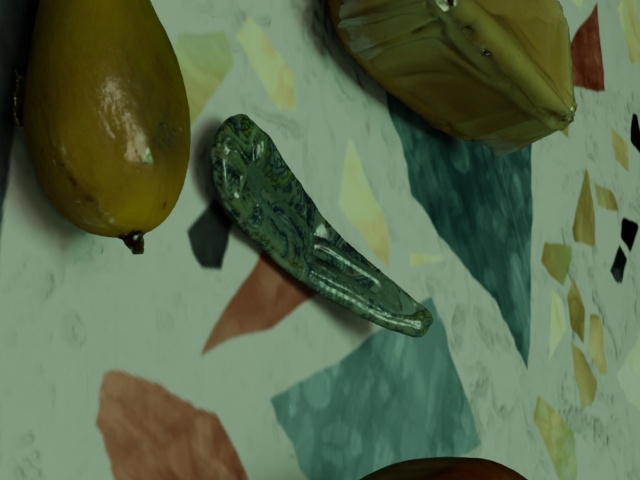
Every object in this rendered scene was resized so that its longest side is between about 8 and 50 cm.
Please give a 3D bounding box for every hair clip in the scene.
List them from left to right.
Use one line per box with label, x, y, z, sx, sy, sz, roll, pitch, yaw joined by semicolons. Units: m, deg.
hair clip;-0.002;0.000;0.936;0.229;0.036;0.066;42;43;-38

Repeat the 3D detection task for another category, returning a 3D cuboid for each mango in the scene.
mango;-0.109;-0.082;0.763;0.101;0.066;0.187;23;54;-55

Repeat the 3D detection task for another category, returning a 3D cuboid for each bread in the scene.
bread;0.097;-0.162;1.074;0.241;0.107;0.136;31;54;-52

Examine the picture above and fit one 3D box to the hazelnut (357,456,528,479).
hazelnut;0.076;0.221;0.851;0.214;0.176;0.214;22;28;-13
